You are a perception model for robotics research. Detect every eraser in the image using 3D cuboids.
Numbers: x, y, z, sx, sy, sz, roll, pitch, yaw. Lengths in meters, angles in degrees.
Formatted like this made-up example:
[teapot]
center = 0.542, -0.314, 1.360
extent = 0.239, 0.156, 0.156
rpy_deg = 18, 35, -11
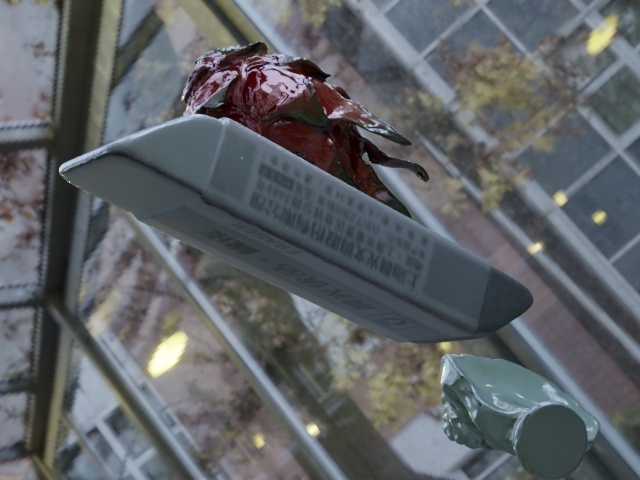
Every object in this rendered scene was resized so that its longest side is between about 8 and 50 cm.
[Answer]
[eraser]
center = 0.000, 0.000, 0.762
extent = 0.352, 0.061, 0.089
rpy_deg = 27, -24, -32

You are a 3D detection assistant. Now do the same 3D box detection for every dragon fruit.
[dragon fruit]
center = -0.032, -0.086, 1.156
extent = 0.193, 0.274, 0.192
rpy_deg = -45, -5, -36

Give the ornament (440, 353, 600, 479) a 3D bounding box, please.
[ornament]
center = 0.079, 0.071, 0.473
extent = 0.041, 0.068, 0.092
rpy_deg = -67, -15, -6
